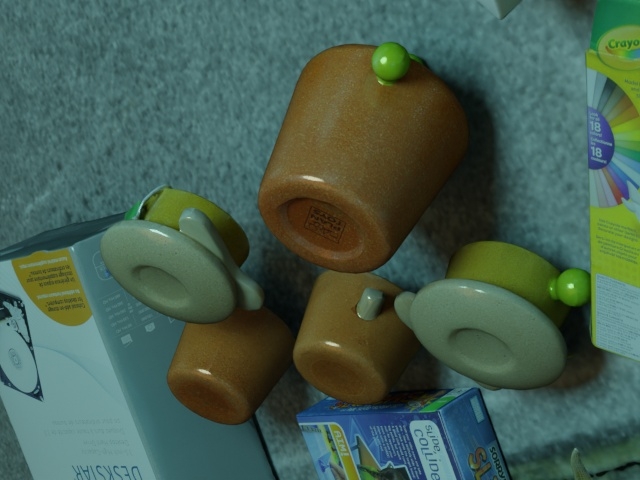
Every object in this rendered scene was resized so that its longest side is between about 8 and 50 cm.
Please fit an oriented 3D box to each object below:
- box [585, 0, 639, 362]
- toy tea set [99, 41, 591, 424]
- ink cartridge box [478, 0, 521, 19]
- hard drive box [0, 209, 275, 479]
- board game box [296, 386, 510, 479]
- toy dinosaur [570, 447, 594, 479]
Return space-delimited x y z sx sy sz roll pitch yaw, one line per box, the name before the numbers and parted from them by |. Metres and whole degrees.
box | 0.173 -0.023 0.721 0.105 0.043 0.179 20 127 42
toy tea set | 0.000 0.000 0.906 0.200 0.124 0.336 44 144 -24
ink cartridge box | 0.033 -0.206 0.696 0.191 0.082 0.139 46 178 23
hard drive box | -0.144 0.104 1.116 0.181 0.089 0.232 -11 102 51
board game box | 0.071 0.189 0.961 0.136 0.035 0.201 -9 104 51
toy dinosaur | 0.167 0.188 0.853 0.092 0.053 0.183 -32 93 37
